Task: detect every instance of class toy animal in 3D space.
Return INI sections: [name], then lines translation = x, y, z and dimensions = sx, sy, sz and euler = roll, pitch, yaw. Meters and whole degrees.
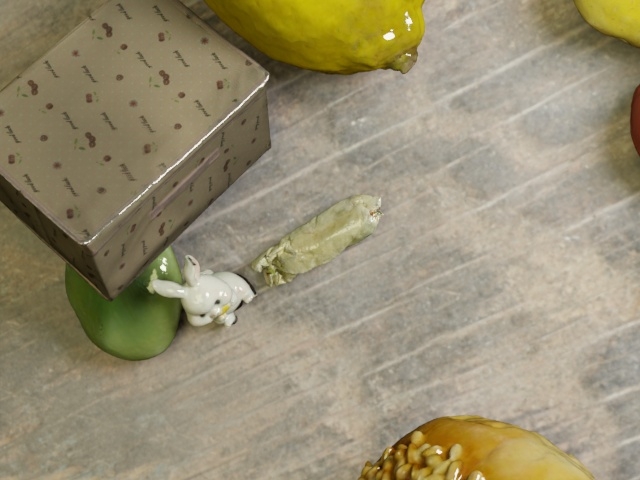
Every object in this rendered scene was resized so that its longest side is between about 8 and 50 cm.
[toy animal]
translation = -0.138, 0.066, 1.449
dimensions = 0.071, 0.124, 0.085
euler = -34, 78, 21

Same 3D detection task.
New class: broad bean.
[broad bean]
translation = -0.260, 0.045, 1.508
dimensions = 0.169, 0.100, 0.228
euler = -27, 83, 24

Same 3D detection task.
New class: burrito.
[burrito]
translation = 0.000, 0.000, 1.440
dimensions = 0.188, 0.045, 0.058
euler = -31, 87, 15

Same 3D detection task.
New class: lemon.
[lemon]
translation = -0.017, -0.336, 1.324
dimensions = 0.285, 0.285, 0.316
euler = -35, 50, 17

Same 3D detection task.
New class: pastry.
[pastry]
translation = 0.165, 0.389, 1.238
dimensions = 0.409, 0.245, 0.410
euler = 6, 98, 49

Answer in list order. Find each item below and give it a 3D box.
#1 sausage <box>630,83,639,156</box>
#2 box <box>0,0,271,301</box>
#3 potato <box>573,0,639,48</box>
[sausage]
translation = 0.432, -0.173, 1.234
dimensions = 0.254, 0.148, 0.148
euler = -43, 77, 16
[box]
translation = -0.235, -0.120, 1.386
dimensions = 0.225, 0.190, 0.297
euler = 40, 70, 16
[potato]
translation = 0.376, -0.357, 1.252
dimensions = 0.173, 0.140, 0.300
euler = 26, 99, 15
